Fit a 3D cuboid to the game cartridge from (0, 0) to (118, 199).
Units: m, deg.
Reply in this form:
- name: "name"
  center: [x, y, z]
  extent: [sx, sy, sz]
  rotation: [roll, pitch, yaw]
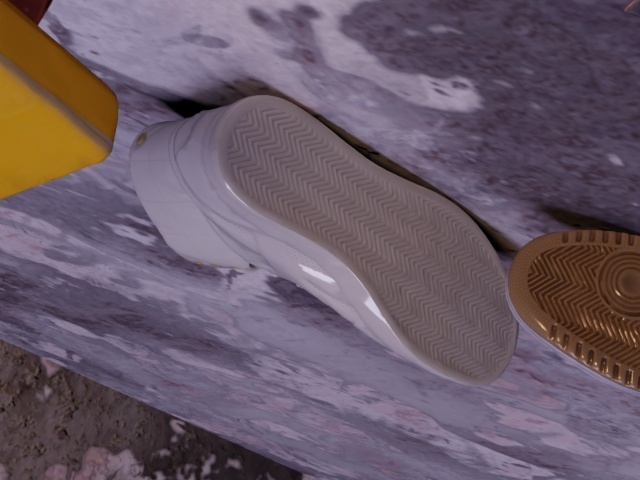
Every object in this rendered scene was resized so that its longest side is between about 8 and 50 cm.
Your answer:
- name: "game cartridge"
  center: [-0.297, -0.094, 0.678]
  extent: [0.285, 0.052, 0.324]
  rotation: [-17, 141, 26]

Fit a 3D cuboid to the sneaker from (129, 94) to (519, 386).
- name: "sneaker"
  center: [0.000, 0.000, 1.085]
  extent: [0.292, 0.108, 0.169]
  rotation: [40, 159, -28]

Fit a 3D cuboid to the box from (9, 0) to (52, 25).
- name: "box"
  center: [-0.265, -0.169, 0.778]
  extent: [0.257, 0.122, 0.128]
  rotation: [26, 164, -20]

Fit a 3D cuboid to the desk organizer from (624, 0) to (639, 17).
- name: "desk organizer"
  center: [0.192, -0.093, 0.599]
  extent: [0.130, 0.050, 0.047]
  rotation: [22, 165, -7]

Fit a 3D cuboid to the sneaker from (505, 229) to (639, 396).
- name: "sneaker"
  center: [0.247, 0.082, 1.040]
  extent: [0.282, 0.099, 0.153]
  rotation: [18, 163, -2]
